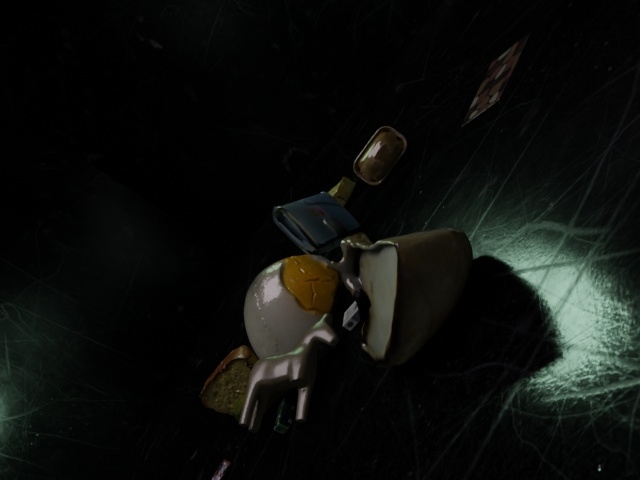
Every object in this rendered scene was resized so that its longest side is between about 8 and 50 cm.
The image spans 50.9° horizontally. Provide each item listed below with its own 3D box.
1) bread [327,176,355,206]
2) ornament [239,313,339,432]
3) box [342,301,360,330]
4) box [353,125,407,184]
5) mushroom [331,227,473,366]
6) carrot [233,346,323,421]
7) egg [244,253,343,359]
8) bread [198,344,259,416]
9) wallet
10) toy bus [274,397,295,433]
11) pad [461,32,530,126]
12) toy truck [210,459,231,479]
[{"bbox_3d":[0.062,-0.154,2.358,0.117,0.064,0.156,-56,9,-21],"label":"bread"},{"bbox_3d":[-0.060,0.281,1.465,0.230,0.061,0.244,-20,44,35],"label":"ornament"},{"bbox_3d":[0.083,0.153,1.477,0.083,0.024,0.054,-52,10,27],"label":"box"},{"bbox_3d":[0.182,-0.257,2.043,0.177,0.111,0.111,-54,11,11],"label":"box"},{"bbox_3d":[0.150,0.091,1.141,0.292,0.212,0.217,-1,100,63],"label":"mushroom"},{"bbox_3d":[-0.101,0.342,1.603,0.358,0.074,0.074,-45,15,37],"label":"carrot"},{"bbox_3d":[-0.097,0.169,1.755,0.337,0.201,0.337,-53,9,12],"label":"egg"},{"bbox_3d":[-0.229,0.379,1.901,0.260,0.129,0.134,-46,14,37],"label":"bread"},{"bbox_3d":[-0.006,-0.051,1.884,0.075,0.176,0.250,-51,-15,29],"label":"wallet"},{"bbox_3d":[-0.080,0.386,1.481,0.037,0.031,0.083,-59,8,27],"label":"toy bus"},{"bbox_3d":[0.424,-0.389,1.635,0.235,0.003,0.158,-61,12,-25],"label":"pad"},{"bbox_3d":[-0.252,0.583,1.663,0.083,0.024,0.032,-57,-12,-17],"label":"toy truck"}]
